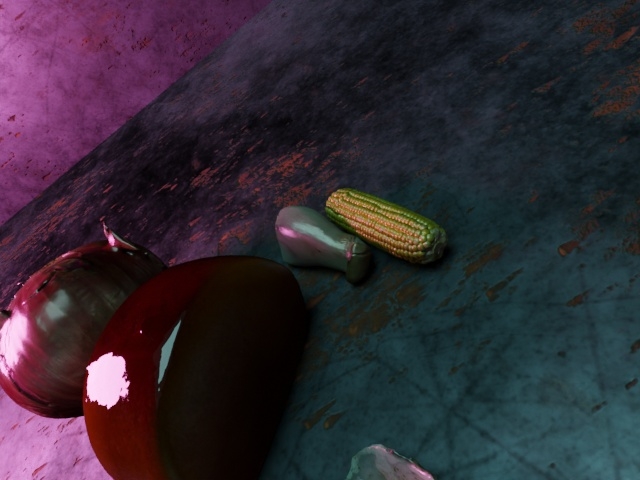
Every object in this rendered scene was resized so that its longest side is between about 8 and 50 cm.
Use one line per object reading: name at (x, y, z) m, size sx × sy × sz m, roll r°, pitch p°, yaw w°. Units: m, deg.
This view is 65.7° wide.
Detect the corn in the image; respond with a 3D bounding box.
corn at (0.106, -0.027, 0.835) m, size 0.081 × 0.081 × 0.248 m, roll -49°, pitch 40°, yaw -10°

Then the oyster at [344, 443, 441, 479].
oyster at (0.126, 0.306, 0.511) m, size 0.252 × 0.087 × 0.199 m, roll -25°, pitch 51°, yaw 29°

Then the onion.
onion at (-0.419, 0.149, 0.914) m, size 0.353 × 0.354 × 0.354 m, roll -21°, pitch 43°, yaw 22°

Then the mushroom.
mushroom at (0.000, 0.000, 0.885) m, size 0.225 × 0.116 × 0.093 m, roll 10°, pitch 25°, yaw 38°

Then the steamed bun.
steamed bun at (-0.191, 0.182, 0.751) m, size 0.235 × 0.248 × 0.379 m, roll -4°, pitch 53°, yaw 36°
